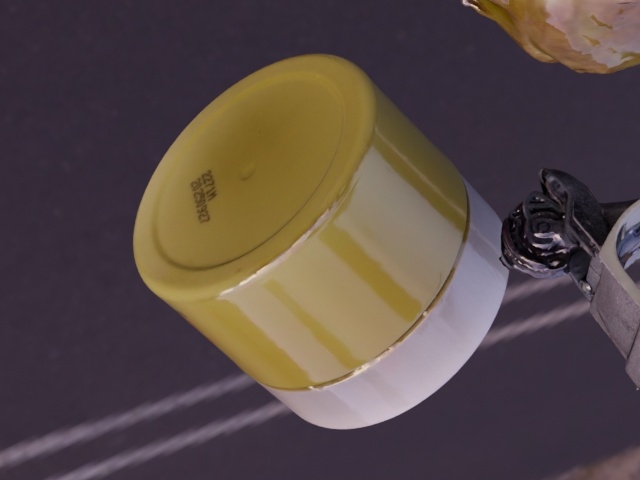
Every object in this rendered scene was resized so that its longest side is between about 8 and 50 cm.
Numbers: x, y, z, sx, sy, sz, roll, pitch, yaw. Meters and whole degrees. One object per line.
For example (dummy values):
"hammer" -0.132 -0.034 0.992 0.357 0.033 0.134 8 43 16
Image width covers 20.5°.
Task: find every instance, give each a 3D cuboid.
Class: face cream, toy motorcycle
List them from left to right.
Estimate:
"face cream" 0.000 0.000 1.290 0.218 0.218 0.179 -36 127 14
"toy motorcycle" 0.227 0.042 1.074 0.157 0.263 0.091 -29 153 -9

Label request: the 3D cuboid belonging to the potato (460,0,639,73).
"potato" 0.202 -0.196 0.736 0.300 0.196 0.246 -44 140 -24
